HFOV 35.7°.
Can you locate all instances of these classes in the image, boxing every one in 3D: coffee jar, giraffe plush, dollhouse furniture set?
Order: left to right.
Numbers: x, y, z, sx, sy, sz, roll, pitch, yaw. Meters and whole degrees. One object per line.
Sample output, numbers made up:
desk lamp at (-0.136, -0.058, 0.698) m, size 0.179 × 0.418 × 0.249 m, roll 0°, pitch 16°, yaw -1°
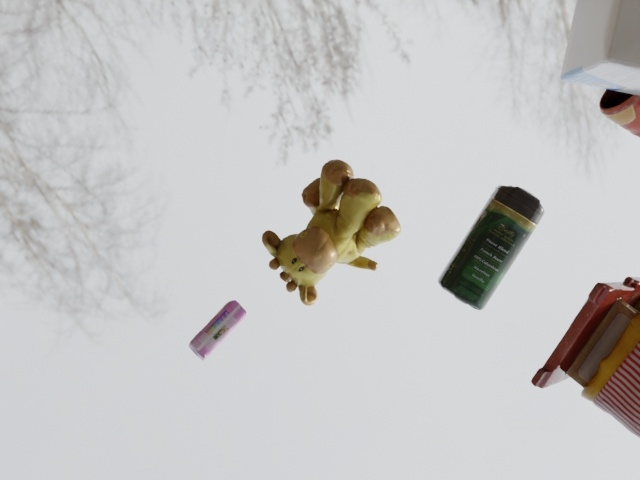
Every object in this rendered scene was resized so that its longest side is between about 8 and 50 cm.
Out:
giraffe plush at (0.000, 0.000, 1.595) m, size 0.181 × 0.210 × 0.170 m, roll 41°, pitch -127°, yaw 19°
coffee jar at (0.249, 0.006, 1.442) m, size 0.184 × 0.079 × 0.096 m, roll -59°, pitch 180°, yaw 6°
dollhouse furniture set at (0.374, 0.029, 0.851) m, size 0.201 × 0.374 × 0.152 m, roll 39°, pitch -156°, yaw 29°

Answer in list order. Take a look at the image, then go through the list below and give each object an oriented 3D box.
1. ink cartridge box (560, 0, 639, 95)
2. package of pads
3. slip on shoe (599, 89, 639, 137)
ink cartridge box at (0.420, -0.243, 1.029) m, size 0.270 × 0.197 × 0.198 m, roll 11°, pitch -176°, yaw -1°
package of pads at (-0.134, 0.116, 1.290) m, size 0.083 × 0.032 × 0.050 m, roll -47°, pitch 180°, yaw -16°
slip on shoe at (0.420, -0.291, 1.219) m, size 0.101 × 0.331 × 0.123 m, roll 11°, pitch -175°, yaw -21°
